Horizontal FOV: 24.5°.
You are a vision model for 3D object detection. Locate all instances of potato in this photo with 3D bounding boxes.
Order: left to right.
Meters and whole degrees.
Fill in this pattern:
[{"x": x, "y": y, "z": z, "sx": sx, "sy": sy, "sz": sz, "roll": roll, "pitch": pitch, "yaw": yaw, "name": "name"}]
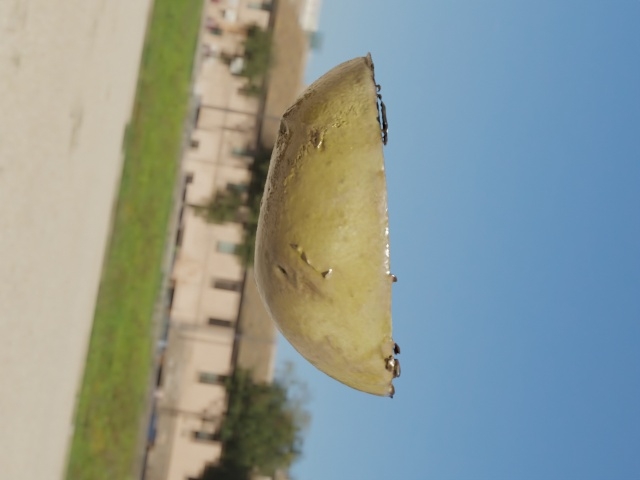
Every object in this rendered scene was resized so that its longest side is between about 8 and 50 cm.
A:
[{"x": 0.000, "y": 0.001, "z": 0.379, "sx": 0.037, "sy": 0.036, "sz": 0.093, "roll": -100, "pitch": -174, "yaw": -75, "name": "potato"}]
